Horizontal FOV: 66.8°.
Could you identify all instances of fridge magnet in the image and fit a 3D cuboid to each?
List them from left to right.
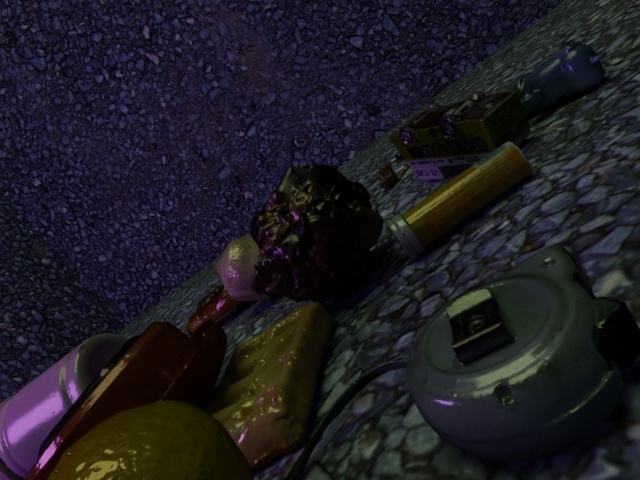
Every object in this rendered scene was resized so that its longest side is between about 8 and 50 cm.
[{"bbox_3d":[-0.274,0.261,0.708,0.363,0.155,0.363,-49,8,9],"label":"fridge magnet"}]

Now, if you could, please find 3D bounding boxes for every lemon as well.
[{"bbox_3d":[-0.140,0.227,0.390,0.181,0.180,0.193,-35,-10,17],"label":"lemon"}]

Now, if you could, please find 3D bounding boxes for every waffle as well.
[{"bbox_3d":[-0.073,0.188,0.646,0.168,0.057,0.274,-35,12,19],"label":"waffle"}]

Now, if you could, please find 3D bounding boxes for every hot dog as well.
[{"bbox_3d":[-0.268,0.169,1.315,0.270,0.081,0.162,-34,10,26],"label":"hot dog"}]

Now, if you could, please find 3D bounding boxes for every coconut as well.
[{"bbox_3d":[-0.164,0.068,1.143,0.162,0.160,0.161,-3,17,5],"label":"coconut"}]

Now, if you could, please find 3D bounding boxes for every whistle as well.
[{"bbox_3d":[0.431,-0.294,0.947,0.180,0.093,0.269,-36,3,-23],"label":"whistle"}]

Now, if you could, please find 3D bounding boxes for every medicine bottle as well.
[{"bbox_3d":[-0.503,0.354,0.970,0.325,0.212,0.212,-36,11,12],"label":"medicine bottle"},{"bbox_3d":[0.207,-0.060,0.732,0.218,0.074,0.074,-35,11,7],"label":"medicine bottle"}]

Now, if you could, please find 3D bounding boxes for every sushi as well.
[{"bbox_3d":[0.001,0.002,0.815,0.218,0.225,0.238,-121,40,-66],"label":"sushi"}]

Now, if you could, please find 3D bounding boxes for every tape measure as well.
[{"bbox_3d":[0.068,0.125,0.379,0.330,0.084,0.164,-34,7,14],"label":"tape measure"}]

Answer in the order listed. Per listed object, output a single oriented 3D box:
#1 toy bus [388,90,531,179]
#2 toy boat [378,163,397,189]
[{"bbox_3d":[0.268,-0.203,0.966,0.113,0.139,0.302,-42,19,-14],"label":"toy bus"},{"bbox_3d":[0.182,-0.176,1.343,0.047,0.049,0.149,-34,12,21],"label":"toy boat"}]
